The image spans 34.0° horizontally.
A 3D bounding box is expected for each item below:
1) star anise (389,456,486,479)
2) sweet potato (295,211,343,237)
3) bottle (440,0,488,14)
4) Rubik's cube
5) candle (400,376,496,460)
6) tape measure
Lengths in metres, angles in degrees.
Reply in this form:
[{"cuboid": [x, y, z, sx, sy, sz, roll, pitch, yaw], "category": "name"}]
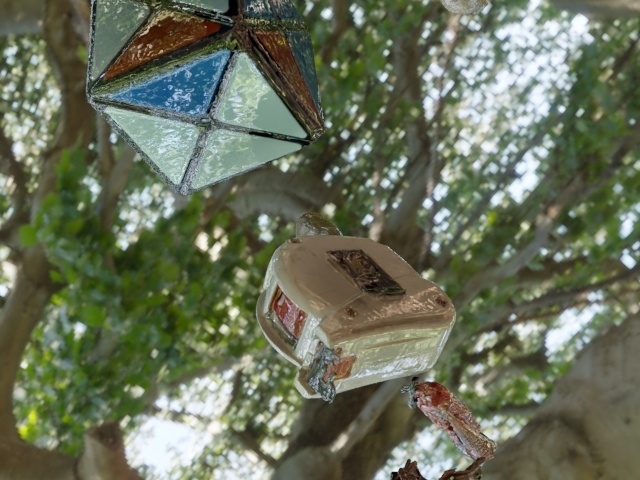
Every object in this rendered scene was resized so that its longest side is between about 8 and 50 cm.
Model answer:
[{"cuboid": [0.080, 0.347, 1.076, 0.148, 0.346, 0.237, 29, -137, -58], "category": "star anise"}, {"cuboid": [0.000, 0.000, 1.842, 0.077, 0.077, 0.243, 27, -173, -15], "category": "sweet potato"}, {"cuboid": [0.235, -0.456, 1.716, 0.110, 0.097, 0.209, 36, -138, -20], "category": "bottle"}, {"cuboid": [-0.161, -0.250, 1.473, 0.246, 0.250, 0.248, 50, -153, -45], "category": "Rubik's cube"}, {"cuboid": [0.192, 0.263, 1.564, 0.084, 0.059, 0.302, 47, -178, 36], "category": "candle"}, {"cuboid": [0.041, 0.095, 1.454, 0.258, 0.130, 0.265, -7, -140, -39], "category": "tape measure"}]
